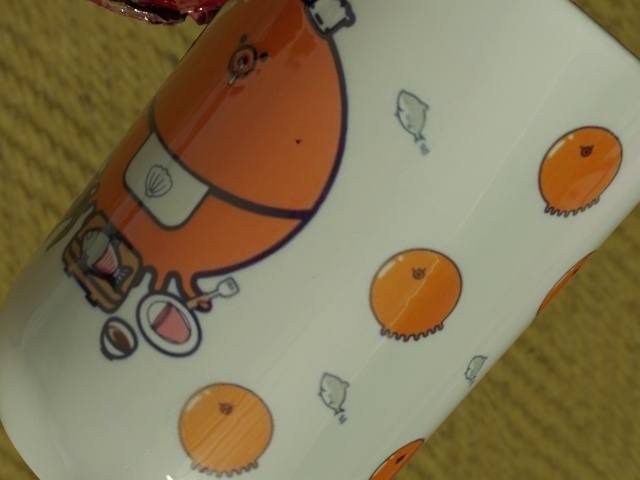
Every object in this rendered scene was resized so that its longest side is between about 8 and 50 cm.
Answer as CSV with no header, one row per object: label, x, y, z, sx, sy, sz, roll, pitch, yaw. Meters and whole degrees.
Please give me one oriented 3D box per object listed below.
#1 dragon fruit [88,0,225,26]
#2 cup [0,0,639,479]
dragon fruit,-0.134,-0.361,1.626,0.329,0.329,0.329,-5,117,-10
cup,0.000,0.000,0.826,0.212,0.212,0.317,35,99,-25
